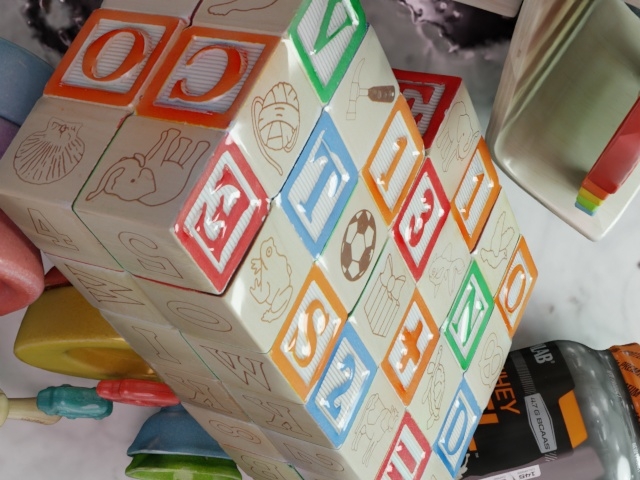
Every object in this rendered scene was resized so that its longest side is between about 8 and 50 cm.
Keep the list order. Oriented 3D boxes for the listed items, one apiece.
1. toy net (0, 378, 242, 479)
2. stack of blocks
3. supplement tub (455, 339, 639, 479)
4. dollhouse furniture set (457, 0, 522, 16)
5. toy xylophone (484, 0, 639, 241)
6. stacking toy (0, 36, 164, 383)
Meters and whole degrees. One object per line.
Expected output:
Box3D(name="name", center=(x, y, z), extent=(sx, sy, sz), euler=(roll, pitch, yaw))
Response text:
Box3D(name="toy net", center=(-0.149, 0.100, 0.712), extent=(0.232, 0.122, 0.045), euler=(8, 75, -15))
Box3D(name="stack of blocks", center=(0.000, 0.000, 0.585), extent=(0.087, 0.171, 0.297), euler=(12, 153, 30))
Box3D(name="supplement tub", center=(0.099, 0.124, 0.737), extent=(0.190, 0.117, 0.117), euler=(-15, 110, 2))
Box3D(name="dollhouse furniture set", center=(0.005, -0.286, 0.540), extent=(0.287, 0.198, 0.303), euler=(15, 108, -9))
Box3D(name="toy xylophone", center=(0.160, -0.119, 0.571), extent=(0.081, 0.323, 0.236), euler=(34, 89, 9))
Box3D(name="stacking toy", center=(-0.197, -0.020, 0.622), extent=(0.280, 0.309, 0.130), euler=(-2, 73, 21))
